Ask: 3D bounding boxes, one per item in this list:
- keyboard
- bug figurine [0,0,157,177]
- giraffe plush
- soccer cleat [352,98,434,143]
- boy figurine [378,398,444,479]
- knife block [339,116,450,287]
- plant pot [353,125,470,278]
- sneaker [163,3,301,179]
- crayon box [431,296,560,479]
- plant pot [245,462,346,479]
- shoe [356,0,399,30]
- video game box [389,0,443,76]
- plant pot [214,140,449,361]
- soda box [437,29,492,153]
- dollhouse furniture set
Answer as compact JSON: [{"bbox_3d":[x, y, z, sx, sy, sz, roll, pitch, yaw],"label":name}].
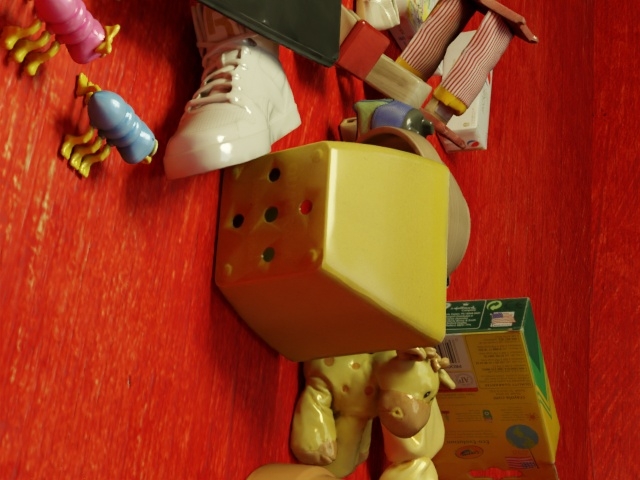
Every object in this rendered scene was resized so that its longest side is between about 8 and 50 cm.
[{"bbox_3d":[-0.061,-0.304,1.293,0.317,0.033,0.202,17,75,-60],"label":"keyboard"},{"bbox_3d":[-0.186,-0.207,1.133,0.216,0.072,0.279,48,43,-57],"label":"bug figurine"},{"bbox_3d":[0.069,0.181,1.559,0.181,0.170,0.210,-12,97,-68],"label":"giraffe plush"},{"bbox_3d":[0.074,-0.054,1.721,0.093,0.121,0.289,-33,137,-53],"label":"soccer cleat"},{"bbox_3d":[0.119,0.244,1.782,0.177,0.092,0.285,15,73,-67],"label":"boy figurine"},{"bbox_3d":[0.110,-0.021,1.812,0.275,0.088,0.242,41,47,-61],"label":"knife block"},{"bbox_3d":[0.106,-0.015,1.579,0.109,0.237,0.237,9,75,-31],"label":"plant pot"},{"bbox_3d":[-0.104,-0.166,1.304,0.292,0.108,0.169,-56,135,-70],"label":"sneaker"},{"bbox_3d":[0.240,0.233,1.940,0.081,0.202,0.319,-66,146,-50],"label":"crayon box"},{"bbox_3d":[0.038,0.386,1.399,0.291,0.203,0.291,-5,90,-69],"label":"plant pot"},{"bbox_3d":[0.080,-0.406,1.853,0.076,0.058,0.219,6,81,-68],"label":"shoe"},{"bbox_3d":[0.152,-0.391,2.047,0.187,0.048,0.205,49,41,-59],"label":"video game box"},{"bbox_3d":[0.000,0.000,1.407,0.187,0.212,0.212,27,60,-49],"label":"plant pot"},{"bbox_3d":[0.252,-0.258,2.233,0.069,0.073,0.216,56,36,-51],"label":"soda box"},{"bbox_3d":[0.142,-0.272,1.739,0.201,0.152,0.374,-56,159,7],"label":"dollhouse furniture set"}]
